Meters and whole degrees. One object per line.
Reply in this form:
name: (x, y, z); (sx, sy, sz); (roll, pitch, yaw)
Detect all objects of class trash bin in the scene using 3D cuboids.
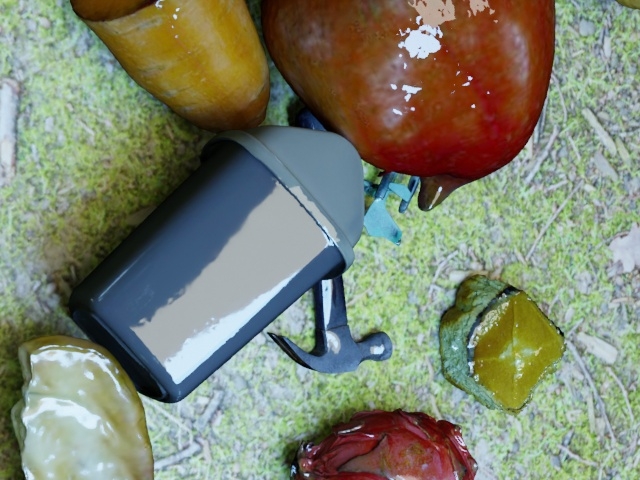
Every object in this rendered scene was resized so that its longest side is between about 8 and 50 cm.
trash bin: (-0.093, 0.013, 1.786); (0.290, 0.209, 0.182); (-43, 98, -15)

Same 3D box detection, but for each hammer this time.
hammer: (0.000, 0.000, 1.945); (0.137, 0.037, 0.290); (-13, 102, -32)

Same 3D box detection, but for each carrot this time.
carrot: (-0.119, -0.197, 1.793); (0.159, 0.159, 0.225); (-50, 125, -18)

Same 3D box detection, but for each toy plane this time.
toy plane: (0.094, -0.113, 1.983); (0.096, 0.060, 0.235); (37, 71, -43)

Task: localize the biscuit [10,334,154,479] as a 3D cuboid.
biscuit: (-0.236, 0.231, 1.779); (0.154, 0.045, 0.299); (4, 110, -24)

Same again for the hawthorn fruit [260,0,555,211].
hawthorn fruit: (0.101, -0.209, 1.809); (0.311, 0.295, 0.295); (47, 70, -10)

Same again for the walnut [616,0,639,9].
walnut: (0.365, -0.329, 2.097); (0.211, 0.087, 0.167); (-34, 93, -43)

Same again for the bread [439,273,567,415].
bread: (0.196, 0.119, 2.059); (0.140, 0.069, 0.128); (43, 74, -31)

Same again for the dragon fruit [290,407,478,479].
dragon fruit: (0.073, 0.263, 1.945); (0.209, 0.172, 0.172); (-5, 98, -21)
